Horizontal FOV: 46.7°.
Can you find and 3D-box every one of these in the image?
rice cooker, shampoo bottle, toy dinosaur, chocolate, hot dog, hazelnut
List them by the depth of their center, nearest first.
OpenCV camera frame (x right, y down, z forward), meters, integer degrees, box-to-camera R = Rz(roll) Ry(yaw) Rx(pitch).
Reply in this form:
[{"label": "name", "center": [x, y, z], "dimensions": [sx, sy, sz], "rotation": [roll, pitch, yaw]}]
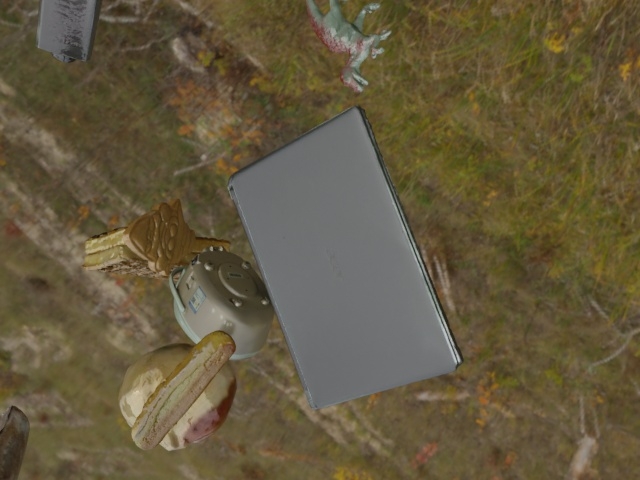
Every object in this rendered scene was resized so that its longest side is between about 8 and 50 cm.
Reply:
[{"label": "shampoo bottle", "center": [-0.344, -0.339, 1.030], "dimensions": [0.080, 0.079, 0.246], "rotation": [14, 150, -18]}, {"label": "hot dog", "center": [-0.213, 0.220, 1.119], "dimensions": [0.066, 0.215, 0.047], "rotation": [34, -175, -47]}, {"label": "rice cooker", "center": [-0.162, 0.103, 1.234], "dimensions": [0.206, 0.145, 0.127], "rotation": [55, 126, 33]}, {"label": "toy dinosaur", "center": [0.024, -0.368, 1.292], "dimensions": [0.242, 0.167, 0.053], "rotation": [32, 173, 26]}, {"label": "chocolate", "center": [-0.660, 0.489, 1.469], "dimensions": [0.100, 0.303, 0.185], "rotation": [28, 130, -24]}, {"label": "hazelnut", "center": [-0.315, 0.347, 1.622], "dimensions": [0.261, 0.241, 0.261], "rotation": [2, 148, 1]}]

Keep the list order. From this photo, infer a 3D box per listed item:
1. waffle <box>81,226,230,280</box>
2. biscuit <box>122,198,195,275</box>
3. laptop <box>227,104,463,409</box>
[{"label": "waffle", "center": [-0.404, 0.039, 1.830], "dimensions": [0.308, 0.091, 0.213], "rotation": [11, 163, -43]}, {"label": "biscuit", "center": [-0.322, -0.007, 1.516], "dimensions": [0.035, 0.250, 0.162], "rotation": [1, 91, 22]}, {"label": "laptop", "center": [0.010, 0.016, 0.499], "dimensions": [0.129, 0.016, 0.180], "rotation": [-24, 85, 35]}]
